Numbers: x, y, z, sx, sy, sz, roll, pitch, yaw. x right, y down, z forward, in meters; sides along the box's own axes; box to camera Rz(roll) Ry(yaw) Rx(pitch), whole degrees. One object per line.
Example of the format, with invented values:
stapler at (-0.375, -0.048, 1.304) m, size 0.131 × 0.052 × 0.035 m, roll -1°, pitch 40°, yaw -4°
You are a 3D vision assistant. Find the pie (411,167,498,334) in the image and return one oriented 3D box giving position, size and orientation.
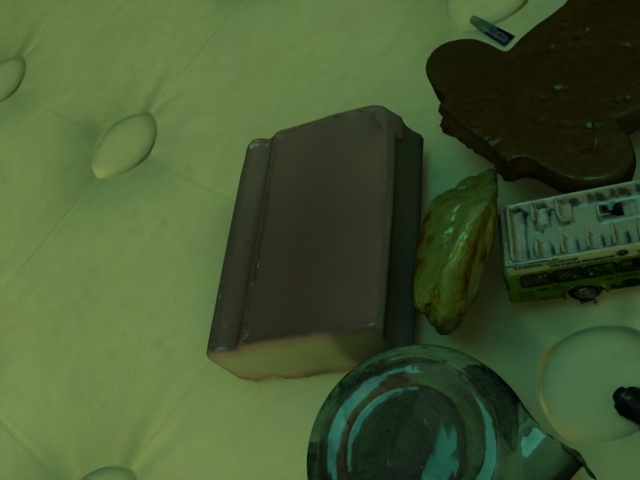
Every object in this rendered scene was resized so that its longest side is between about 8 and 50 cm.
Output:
pie at (0.161, 0.010, 1.125) m, size 0.090 × 0.248 × 0.201 m, roll 19°, pitch 109°, yaw 3°

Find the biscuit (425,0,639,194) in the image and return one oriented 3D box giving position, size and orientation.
biscuit at (0.358, -0.224, 1.235) m, size 0.394 × 0.076 × 0.368 m, roll -37°, pitch 47°, yaw -12°

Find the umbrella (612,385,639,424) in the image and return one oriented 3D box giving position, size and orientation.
umbrella at (0.376, 0.198, 0.982) m, size 0.036 × 0.031 × 0.133 m, roll -33°, pitch 44°, yaw -24°

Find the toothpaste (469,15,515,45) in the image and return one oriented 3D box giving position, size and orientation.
toothpaste at (0.267, -0.329, 1.424) m, size 0.024 × 0.015 × 0.083 m, roll -44°, pitch 54°, yaw -6°

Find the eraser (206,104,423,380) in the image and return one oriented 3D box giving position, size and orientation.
eraser at (0.000, 0.000, 1.267) m, size 0.272 × 0.122 × 0.359 m, roll -13°, pitch 54°, yaw 31°

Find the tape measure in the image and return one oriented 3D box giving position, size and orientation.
tape measure at (0.123, 0.255, 1.014) m, size 0.256 × 0.147 × 0.275 m, roll -47°, pitch 52°, yaw -4°

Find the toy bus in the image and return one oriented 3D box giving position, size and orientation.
toy bus at (0.357, -0.010, 1.056) m, size 0.301 × 0.139 × 0.113 m, roll -11°, pitch 54°, yaw 19°
